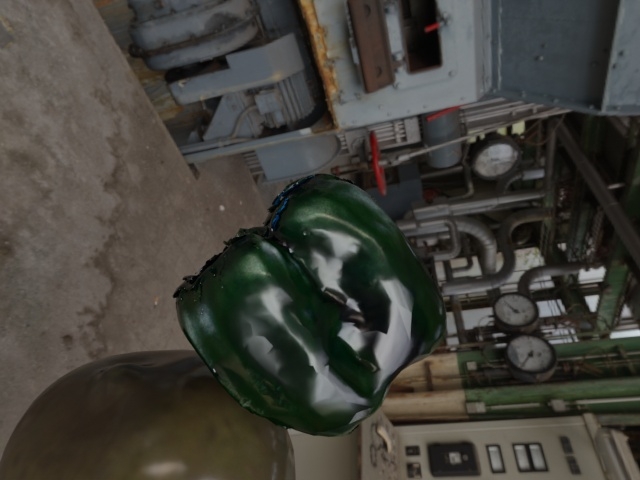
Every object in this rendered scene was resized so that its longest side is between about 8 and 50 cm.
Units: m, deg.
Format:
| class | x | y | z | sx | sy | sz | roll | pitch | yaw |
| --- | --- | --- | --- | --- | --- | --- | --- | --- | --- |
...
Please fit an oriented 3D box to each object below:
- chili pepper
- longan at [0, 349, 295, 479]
| class | x | y | z | sx | sy | sz | roll | pitch | yaw |
| --- | --- | --- | --- | --- | --- | --- | --- | --- | --- |
| chili pepper | -0.006 | 0.071 | 0.495 | 0.256 | 0.249 | 0.233 | 47 | -12 | 3 |
| longan | -0.213 | 0.295 | 0.567 | 0.361 | 0.362 | 0.360 | -9 | 90 | -77 |
